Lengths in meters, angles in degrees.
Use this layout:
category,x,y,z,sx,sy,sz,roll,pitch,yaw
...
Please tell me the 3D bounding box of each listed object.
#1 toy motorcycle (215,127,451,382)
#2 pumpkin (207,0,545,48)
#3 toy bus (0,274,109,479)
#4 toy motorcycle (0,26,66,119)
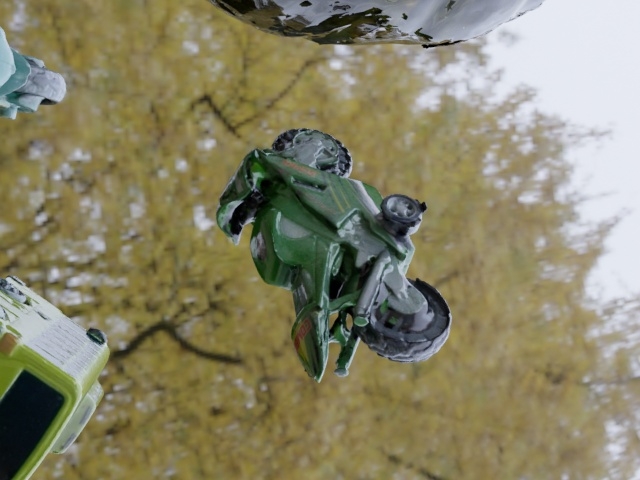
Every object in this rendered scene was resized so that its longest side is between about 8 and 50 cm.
category,x,y,z,sx,sy,sz,roll,pitch,yaw
toy motorcycle,0.000,0.000,0.846,0.190,0.106,0.074,61,-33,36
pumpkin,0.035,-0.246,0.704,0.192,0.320,0.320,6,-80,56
toy bus,-0.259,0.116,1.173,0.150,0.262,0.128,35,-89,-4
toy motorcycle,-0.346,-0.140,1.081,0.198,0.297,0.109,132,-34,-85
